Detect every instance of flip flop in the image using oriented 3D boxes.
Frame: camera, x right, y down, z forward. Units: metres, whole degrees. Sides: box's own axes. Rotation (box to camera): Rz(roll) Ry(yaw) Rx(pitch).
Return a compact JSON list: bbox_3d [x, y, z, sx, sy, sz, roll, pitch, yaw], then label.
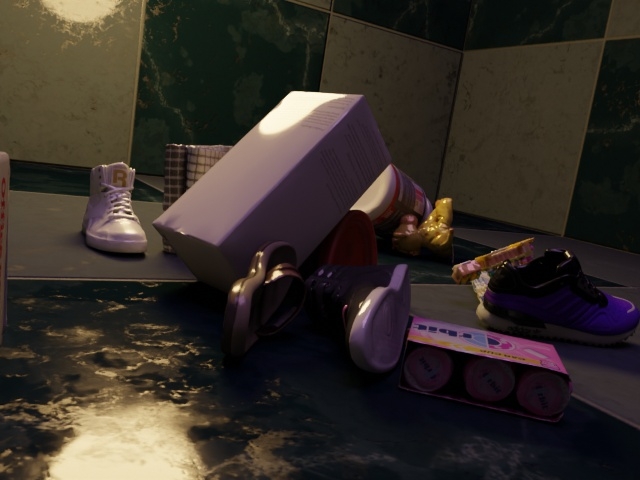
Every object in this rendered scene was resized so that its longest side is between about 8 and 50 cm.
[{"bbox_3d":[-0.062,0.075,0.787,0.080,0.112,0.277,4,12,7],"label":"flip flop"}]

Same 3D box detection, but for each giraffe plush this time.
[{"bbox_3d":[0.289,-0.015,1.683,0.170,0.182,0.210,0,42,10],"label":"giraffe plush"}]

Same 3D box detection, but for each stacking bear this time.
[{"bbox_3d":[-0.054,0.005,1.141,0.288,0.164,0.175,9,7,34],"label":"stacking bear"}]

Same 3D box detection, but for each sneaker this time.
[{"bbox_3d":[-0.428,-0.077,1.224,0.108,0.169,0.292,5,11,-36],"label":"sneaker"},{"bbox_3d":[0.035,0.101,0.805,0.146,0.105,0.296,-3,11,16],"label":"sneaker"},{"bbox_3d":[0.426,0.089,1.009,0.293,0.146,0.102,5,23,-10],"label":"sneaker"}]

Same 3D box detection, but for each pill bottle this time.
[{"bbox_3d":[0.202,-0.117,1.812,0.210,0.210,0.363,15,-4,34],"label":"pill bottle"}]

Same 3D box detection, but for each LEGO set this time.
[{"bbox_3d":[0.390,0.068,1.220,0.132,0.107,0.287,-24,-7,36],"label":"LEGO set"}]

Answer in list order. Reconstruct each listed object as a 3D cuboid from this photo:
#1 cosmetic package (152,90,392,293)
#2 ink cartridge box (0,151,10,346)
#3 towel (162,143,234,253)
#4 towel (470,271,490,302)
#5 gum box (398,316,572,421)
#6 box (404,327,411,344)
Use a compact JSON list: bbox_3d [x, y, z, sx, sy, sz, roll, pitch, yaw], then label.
[{"bbox_3d":[-0.073,-0.085,1.000,0.196,0.365,0.155,19,-31,44],"label":"cosmetic package"},{"bbox_3d":[-0.337,0.035,0.454,0.121,0.211,0.289,4,8,-17],"label":"ink cartridge box"},{"bbox_3d":[-0.247,-0.096,1.322,0.121,0.235,0.283,5,7,17],"label":"towel"},{"bbox_3d":[0.421,0.121,1.230,0.209,0.034,0.285,12,11,6],"label":"towel"},{"bbox_3d":[0.195,0.151,0.706,0.188,0.062,0.107,10,9,11],"label":"gum box"},{"bbox_3d":[0.198,0.150,0.835,0.136,0.028,0.081,13,9,38],"label":"box"}]
